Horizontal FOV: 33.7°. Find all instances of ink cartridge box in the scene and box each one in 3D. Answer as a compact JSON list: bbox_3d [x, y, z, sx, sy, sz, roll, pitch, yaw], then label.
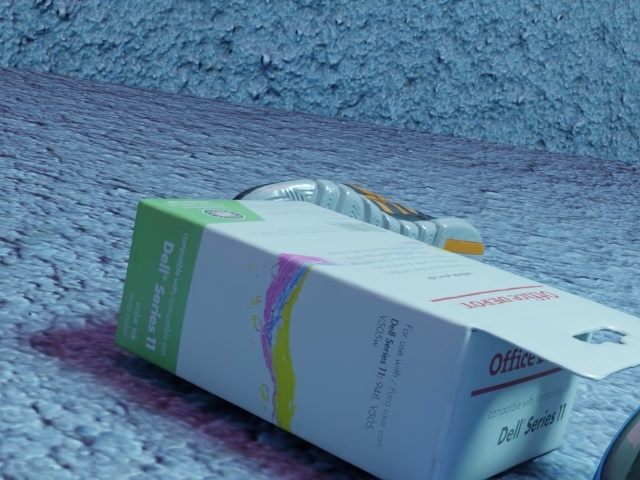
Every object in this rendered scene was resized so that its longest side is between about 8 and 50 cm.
[{"bbox_3d":[0.053,0.072,0.744,0.353,0.119,0.207,20,13,34],"label":"ink cartridge box"}]

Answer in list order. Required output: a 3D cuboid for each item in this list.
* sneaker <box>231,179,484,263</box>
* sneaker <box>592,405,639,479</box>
[{"bbox_3d":[0.000,0.000,1.054,0.321,0.125,0.180,13,5,-43],"label":"sneaker"},{"bbox_3d":[0.305,0.153,0.625,0.340,0.125,0.139,1,22,-29],"label":"sneaker"}]
